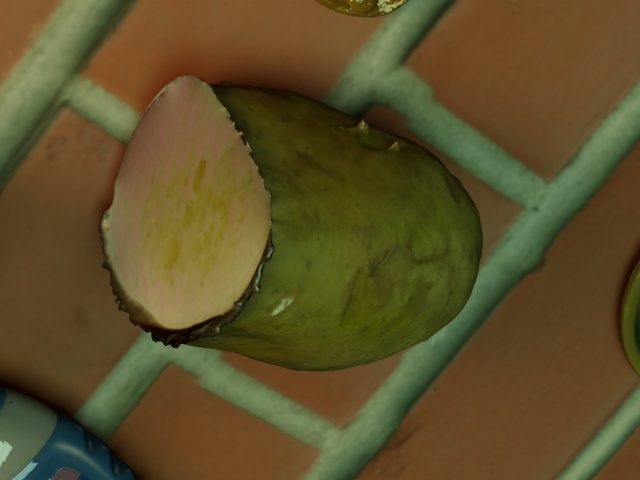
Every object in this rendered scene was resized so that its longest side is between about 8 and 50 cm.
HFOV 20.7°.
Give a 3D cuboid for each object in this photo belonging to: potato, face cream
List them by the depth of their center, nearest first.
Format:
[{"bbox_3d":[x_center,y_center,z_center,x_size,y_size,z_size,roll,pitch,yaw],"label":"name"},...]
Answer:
[{"bbox_3d":[0.000,0.000,1.369,0.266,0.229,0.229,11,113,-35],"label":"potato"},{"bbox_3d":[-0.231,0.222,1.466,0.149,0.083,0.264,-38,118,4],"label":"face cream"}]

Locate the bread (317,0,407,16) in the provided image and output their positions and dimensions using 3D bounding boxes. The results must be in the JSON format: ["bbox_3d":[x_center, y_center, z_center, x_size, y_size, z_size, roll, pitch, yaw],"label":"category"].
[{"bbox_3d":[0.036,-0.224,1.353,0.110,0.024,0.110,-6,117,-12],"label":"bread"}]

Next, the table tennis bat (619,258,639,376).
[{"bbox_3d":[0.363,0.007,1.540,0.198,0.050,0.321,-5,120,-10],"label":"table tennis bat"}]
